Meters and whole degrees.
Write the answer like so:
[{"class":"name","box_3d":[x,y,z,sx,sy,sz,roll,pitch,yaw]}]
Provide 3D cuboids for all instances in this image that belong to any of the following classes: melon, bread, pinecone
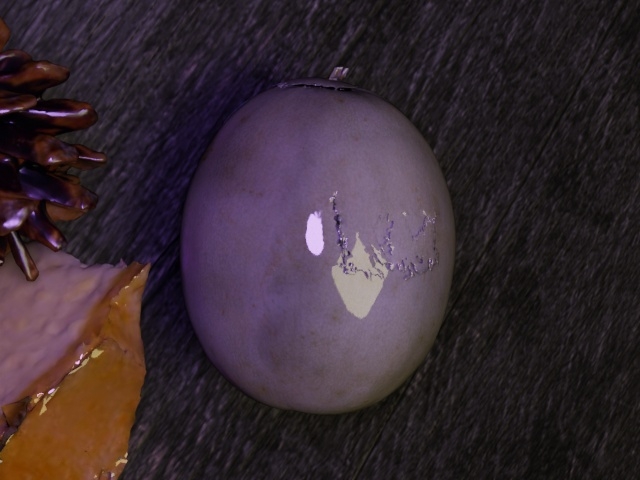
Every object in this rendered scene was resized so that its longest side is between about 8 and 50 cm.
[{"class":"melon","box_3d":[0.000,0.000,1.634,0.268,0.268,0.330,3,93,-43]},{"class":"bread","box_3d":[-0.319,0.157,1.412,0.279,0.248,0.315,1,99,-44]},{"class":"pinecone","box_3d":[-0.282,-0.064,1.405,0.229,0.202,0.201,4,69,-44]}]
